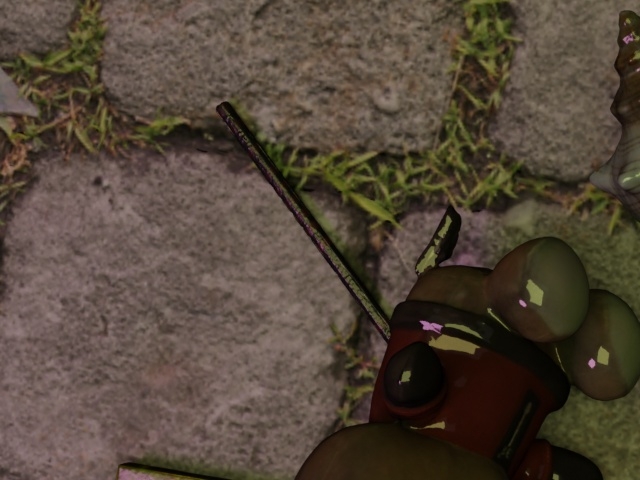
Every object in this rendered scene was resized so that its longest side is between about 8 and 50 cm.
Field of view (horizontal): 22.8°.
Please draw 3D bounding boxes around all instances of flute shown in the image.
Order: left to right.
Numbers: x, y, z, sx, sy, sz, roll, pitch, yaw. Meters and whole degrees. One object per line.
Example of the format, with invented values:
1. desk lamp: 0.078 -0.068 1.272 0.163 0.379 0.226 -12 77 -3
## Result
1. flute: 0.000 0.000 1.199 0.014 0.014 0.269 -38 79 8

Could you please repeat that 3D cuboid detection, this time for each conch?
1. conch: 0.253 -0.057 1.100 0.114 0.234 0.137 3 53 37

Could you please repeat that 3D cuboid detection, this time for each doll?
1. doll: 0.078 0.148 1.077 0.174 0.235 0.330 15 70 38

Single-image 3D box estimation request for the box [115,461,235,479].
1. box: -0.108 0.272 1.194 0.121 0.030 0.193 8 87 13
